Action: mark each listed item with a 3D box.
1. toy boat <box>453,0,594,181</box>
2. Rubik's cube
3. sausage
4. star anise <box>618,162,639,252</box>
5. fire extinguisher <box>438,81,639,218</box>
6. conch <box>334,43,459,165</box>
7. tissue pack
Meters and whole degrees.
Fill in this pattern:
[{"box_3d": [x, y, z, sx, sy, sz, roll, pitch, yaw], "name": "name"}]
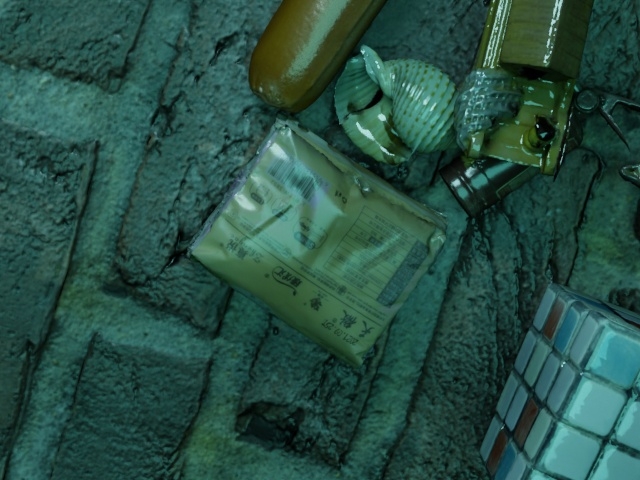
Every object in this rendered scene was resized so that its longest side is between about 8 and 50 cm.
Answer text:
[{"box_3d": [0.255, -0.297, 1.523, 0.136, 0.162, 0.445, 13, 85, -2], "name": "toy boat"}, {"box_3d": [0.363, 0.225, 1.598, 0.256, 0.253, 0.259, 22, 97, -5], "name": "Rubik's cube"}, {"box_3d": [0.013, -0.275, 1.573, 0.105, 0.105, 0.274, 33, 96, -7], "name": "sausage"}, {"box_3d": [0.481, -0.064, 1.631, 0.223, 0.109, 0.236, 33, 94, 6], "name": "star anise"}, {"box_3d": [0.275, -0.112, 1.629, 0.252, 0.075, 0.106, -34, 102, 2], "name": "fire extinguisher"}, {"box_3d": [0.098, -0.156, 1.599, 0.153, 0.102, 0.135, 46, 110, 24], "name": "conch"}, {"box_3d": [0.000, 0.000, 1.610, 0.257, 0.123, 0.215, 34, 98, -7], "name": "tissue pack"}]
